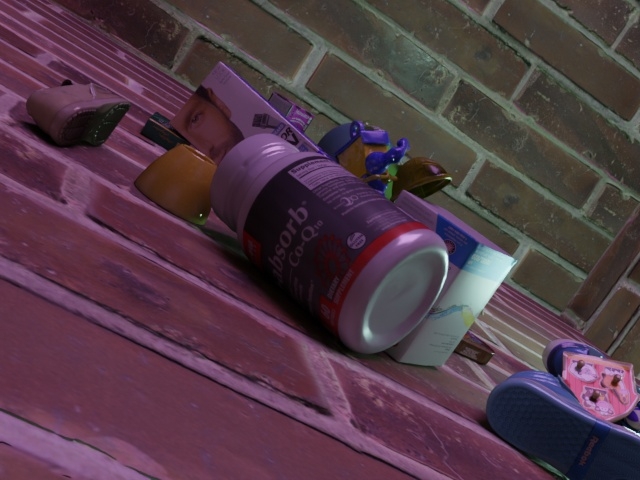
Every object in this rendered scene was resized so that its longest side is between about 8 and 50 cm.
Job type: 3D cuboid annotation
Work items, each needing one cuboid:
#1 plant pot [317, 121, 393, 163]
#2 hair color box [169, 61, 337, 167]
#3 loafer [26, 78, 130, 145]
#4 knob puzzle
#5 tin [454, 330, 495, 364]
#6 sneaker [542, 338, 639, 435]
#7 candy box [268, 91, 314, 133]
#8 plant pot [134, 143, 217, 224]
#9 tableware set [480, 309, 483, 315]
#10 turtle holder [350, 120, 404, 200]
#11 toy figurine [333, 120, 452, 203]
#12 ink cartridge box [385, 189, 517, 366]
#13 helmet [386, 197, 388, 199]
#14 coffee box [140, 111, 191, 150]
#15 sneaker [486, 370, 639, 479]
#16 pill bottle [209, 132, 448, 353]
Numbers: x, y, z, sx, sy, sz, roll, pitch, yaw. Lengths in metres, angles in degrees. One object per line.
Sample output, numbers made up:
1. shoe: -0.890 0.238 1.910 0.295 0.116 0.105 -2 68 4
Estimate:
1. plant pot: 0.129 -0.219 2.742 0.293 0.293 0.235 29 25 -24
2. hair color box: -0.149 -0.217 1.813 0.339 0.185 0.110 42 8 6
3. loafer: -0.397 -0.219 1.340 0.092 0.102 0.268 39 9 -1
4. knob puzzle: 0.663 0.349 1.916 0.213 0.030 0.213 3 45 -3
5. tin: 0.286 0.205 1.683 0.189 0.040 0.106 27 6 -35
6. sneaker: 0.715 0.374 1.980 0.322 0.130 0.236 37 3 -12
7. candy box: -0.127 -0.254 2.091 0.071 0.233 0.159 36 10 18
8. plant pot: -0.224 -0.102 1.335 0.134 0.095 0.134 32 8 -5
9. tableware set: 0.404 0.111 2.262 0.039 0.194 0.128 -11 17 -21
10. turtle holder: 0.113 -0.149 2.228 0.227 0.243 0.320 5 -60 64
11. toy figurine: 0.071 -0.137 1.488 0.191 0.217 0.362 5 -22 -26
12. ink cartridge box: 0.170 0.069 1.353 0.171 0.233 0.168 39 12 34
13. helmet: 0.133 -0.026 1.992 0.161 0.169 0.169 51 11 7
14. coffee box: -0.351 -0.246 1.873 0.113 0.040 0.184 33 9 -11
15. sneaker: 0.416 0.308 1.278 0.319 0.127 0.208 36 10 11
16. pill bottle: 0.001 -0.008 1.249 0.363 0.210 0.210 38 10 34
